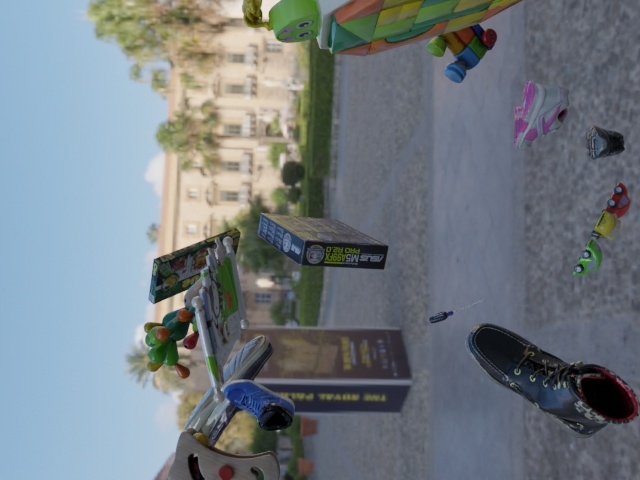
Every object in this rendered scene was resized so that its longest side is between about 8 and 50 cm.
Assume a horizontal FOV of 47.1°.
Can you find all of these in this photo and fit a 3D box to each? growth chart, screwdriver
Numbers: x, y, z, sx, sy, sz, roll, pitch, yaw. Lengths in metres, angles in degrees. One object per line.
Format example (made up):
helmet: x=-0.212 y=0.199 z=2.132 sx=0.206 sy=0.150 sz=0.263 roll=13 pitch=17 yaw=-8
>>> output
growth chart: x=-0.142 y=0.098 z=1.050 sx=0.237 sy=0.021 sz=0.172 roll=-77 pitch=-23 yaw=-70
screwdriver: x=0.364 y=0.187 z=1.957 sx=0.025 sy=0.170 sz=0.024 roll=-6 pitch=-107 yaw=-56

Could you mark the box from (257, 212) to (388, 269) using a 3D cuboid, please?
box: x=0.000 y=0.000 z=1.726 sx=0.270 sy=0.216 sz=0.060 roll=30 pitch=114 yaw=60

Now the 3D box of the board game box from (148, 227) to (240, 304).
board game box: x=-0.317 y=0.063 z=1.866 sx=0.030 sy=0.260 sz=0.136 roll=41 pitch=133 yaw=26

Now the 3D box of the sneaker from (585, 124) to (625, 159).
sneaker: x=0.846 y=-0.295 z=2.169 sx=0.267 sy=0.106 sz=0.101 roll=-32 pitch=-61 yaw=-70

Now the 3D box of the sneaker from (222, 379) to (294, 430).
sneaker: x=-0.123 y=0.330 z=1.460 sx=0.084 sy=0.152 sz=0.058 roll=-96 pitch=31 yaw=-75

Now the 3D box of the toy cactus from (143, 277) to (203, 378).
toy cactus: x=-0.217 y=0.136 z=1.228 sx=0.180 sy=0.112 sz=0.219 roll=-58 pitch=11 yaw=-30

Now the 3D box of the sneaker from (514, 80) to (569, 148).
sneaker: x=0.529 y=-0.291 z=1.761 sx=0.252 sy=0.111 sz=0.103 roll=76 pitch=-162 yaw=-75

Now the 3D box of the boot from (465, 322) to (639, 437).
boot: x=0.327 y=0.187 z=1.047 sx=0.085 sy=0.236 sz=0.178 roll=-49 pitch=-11 yaw=-14

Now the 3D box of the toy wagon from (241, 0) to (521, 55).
toy wagon: x=0.084 y=-0.276 z=0.828 sx=0.267 sy=0.344 sz=0.068 roll=116 pitch=137 yaw=-86

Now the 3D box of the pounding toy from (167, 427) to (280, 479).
pounding toy: x=-0.164 y=0.455 z=1.393 sx=0.154 sy=0.269 sz=0.155 roll=-55 pitch=-5 yaw=-9

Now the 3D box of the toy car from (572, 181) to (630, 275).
toy car: x=0.668 y=-0.003 z=1.745 sx=0.239 sy=0.053 sz=0.225 roll=-37 pitch=-32 yaw=-51

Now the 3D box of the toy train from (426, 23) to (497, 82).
toy train: x=0.298 y=-0.505 z=1.756 sx=0.143 sy=0.248 sz=0.105 roll=-57 pitch=28 yaw=-12

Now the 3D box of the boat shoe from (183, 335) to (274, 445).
boat shoe: x=-0.184 y=0.330 z=1.596 sx=0.285 sy=0.092 sz=0.103 roll=-51 pitch=11 yaw=10
